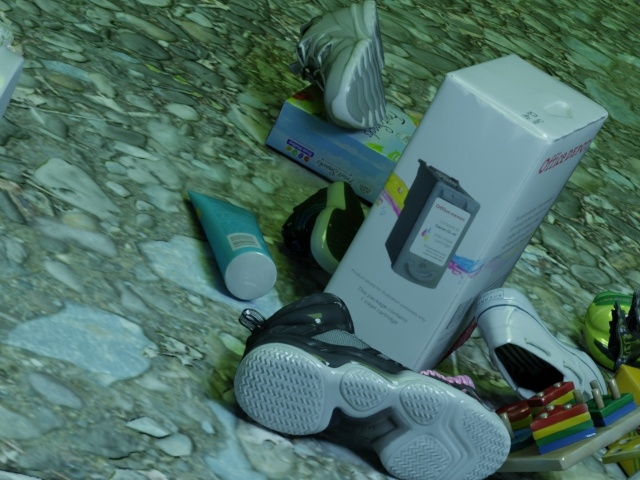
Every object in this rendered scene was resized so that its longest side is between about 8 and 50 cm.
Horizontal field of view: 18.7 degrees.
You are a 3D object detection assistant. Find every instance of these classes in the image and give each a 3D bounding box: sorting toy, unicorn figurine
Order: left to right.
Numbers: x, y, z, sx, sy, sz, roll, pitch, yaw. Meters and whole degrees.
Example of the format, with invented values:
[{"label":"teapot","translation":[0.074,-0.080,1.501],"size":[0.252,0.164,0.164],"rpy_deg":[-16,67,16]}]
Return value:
[{"label":"unicorn figurine","translation":[-0.396,-0.247,2.167],"size":[0.162,0.060,0.111],"rpy_deg":[18,22,-24]},{"label":"sorting toy","translation":[0.226,0.170,1.821],"size":[0.132,0.046,0.274],"rpy_deg":[-24,8,-35]}]

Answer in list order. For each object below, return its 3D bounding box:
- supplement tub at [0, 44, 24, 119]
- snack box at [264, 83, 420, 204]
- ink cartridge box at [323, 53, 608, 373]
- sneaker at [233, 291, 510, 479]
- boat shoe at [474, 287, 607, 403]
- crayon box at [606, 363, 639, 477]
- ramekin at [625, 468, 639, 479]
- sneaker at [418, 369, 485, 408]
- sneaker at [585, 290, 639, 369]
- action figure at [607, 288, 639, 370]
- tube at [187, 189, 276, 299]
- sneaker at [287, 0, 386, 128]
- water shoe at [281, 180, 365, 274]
[{"label":"supplement tub","translation":[-0.421,-0.147,1.722],"size":[0.272,0.191,0.191],"rpy_deg":[26,21,-6]},{"label":"snack box","translation":[0.046,-0.126,2.427],"size":[0.174,0.070,0.207],"rpy_deg":[30,22,8]},{"label":"ink cartridge box","translation":[0.139,-0.023,1.972],"size":[0.131,0.306,0.226],"rpy_deg":[33,21,14]},{"label":"sneaker","translation":[0.046,0.127,1.793],"size":[0.269,0.101,0.153],"rpy_deg":[19,25,-16]},{"label":"boat shoe","translation":[0.222,0.139,1.983],"size":[0.226,0.083,0.076],"rpy_deg":[42,34,-37]},{"label":"crayon box","translation":[0.415,0.238,2.030],"size":[0.202,0.081,0.318],"rpy_deg":[15,24,-29]},{"label":"ramekin","translation":[0.372,0.287,1.677],"size":[0.277,0.135,0.277],"rpy_deg":[40,28,-27]},{"label":"sneaker","translation":[0.119,0.161,1.901],"size":[0.119,0.047,0.057],"rpy_deg":[4,43,-45]},{"label":"sneaker","translation":[0.447,0.126,2.290],"size":[0.295,0.109,0.123],"rpy_deg":[23,25,-12]},{"label":"action figure","translation":[0.466,0.102,2.141],"size":[0.276,0.164,0.141],"rpy_deg":[9,67,-5]},{"label":"tube","translation":[-0.088,-0.004,2.015],"size":[0.080,0.052,0.207],"rpy_deg":[26,15,-20]},{"label":"sneaker","translation":[0.018,-0.206,2.396],"size":[0.115,0.105,0.281],"rpy_deg":[-9,24,8]},{"label":"water shoe","translation":[0.000,0.000,2.083],"size":[0.073,0.080,0.203],"rpy_deg":[61,14,-12]}]
